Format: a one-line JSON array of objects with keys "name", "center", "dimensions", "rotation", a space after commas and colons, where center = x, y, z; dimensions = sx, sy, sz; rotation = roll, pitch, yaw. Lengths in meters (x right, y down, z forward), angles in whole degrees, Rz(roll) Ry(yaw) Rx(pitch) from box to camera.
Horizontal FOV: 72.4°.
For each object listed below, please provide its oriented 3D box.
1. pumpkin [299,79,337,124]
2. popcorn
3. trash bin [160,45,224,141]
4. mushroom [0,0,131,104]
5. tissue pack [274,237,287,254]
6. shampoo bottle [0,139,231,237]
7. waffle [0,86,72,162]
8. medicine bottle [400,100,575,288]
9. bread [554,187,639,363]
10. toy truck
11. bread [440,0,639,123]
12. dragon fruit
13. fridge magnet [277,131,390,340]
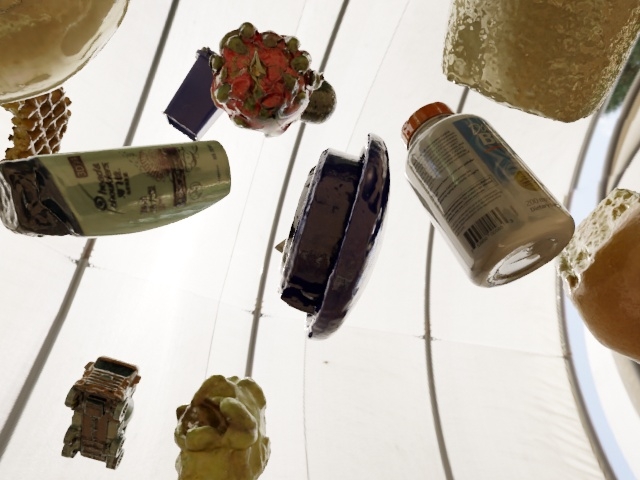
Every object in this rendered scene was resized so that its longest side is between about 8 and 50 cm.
[{"name": "pumpkin", "center": [-0.033, -0.401, 1.237], "dimensions": [0.167, 0.125, 0.167], "rotation": [6, -115, -14]}, {"name": "popcorn", "center": [-0.200, 0.411, 0.913], "dimensions": [0.194, 0.255, 0.256], "rotation": [5, -141, 18]}, {"name": "trash bin", "center": [-0.337, -0.415, 1.262], "dimensions": [0.162, 0.184, 0.235], "rotation": [35, -98, -10]}, {"name": "mushroom", "center": [-0.252, -0.216, 0.287], "dimensions": [0.245, 0.202, 0.246], "rotation": [-2, -85, -25]}, {"name": "tissue pack", "center": [0.000, 0.000, 1.041], "dimensions": [0.122, 0.026, 0.193], "rotation": [37, -126, 20]}, {"name": "shampoo bottle", "center": [-0.292, -0.080, 0.687], "dimensions": [0.359, 0.078, 0.134], "rotation": [-25, -68, -53]}, {"name": "waffle", "center": [-0.672, -0.234, 1.007], "dimensions": [0.069, 0.293, 0.260], "rotation": [26, -162, -11]}, {"name": "medicine bottle", "center": [0.227, -0.084, 0.663], "dimensions": [0.156, 0.157, 0.289], "rotation": [-3, -127, -30]}, {"name": "bread", "center": [0.452, 0.063, 0.653], "dimensions": [0.204, 0.162, 0.262], "rotation": [-42, -61, -66]}, {"name": "toy truck", "center": [-0.421, 0.337, 0.867], "dimensions": [0.107, 0.257, 0.140], "rotation": [18, -150, -4]}, {"name": "bread", "center": [0.174, -0.186, 0.345], "dimensions": [0.133, 0.141, 0.148], "rotation": [-15, -133, -14]}, {"name": "dragon fruit", "center": [-0.126, -0.372, 1.021], "dimensions": [0.231, 0.237, 0.302], "rotation": [37, -151, 7]}, {"name": "fridge magnet", "center": [0.018, -0.007, 0.550], "dimensions": [0.112, 0.266, 0.266], "rotation": [18, -125, -3]}]
